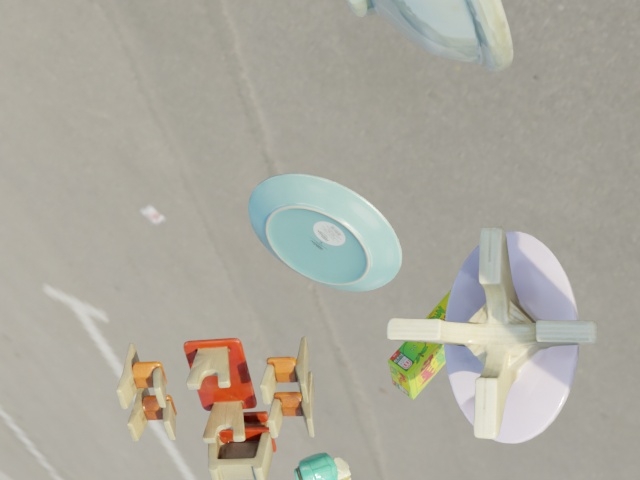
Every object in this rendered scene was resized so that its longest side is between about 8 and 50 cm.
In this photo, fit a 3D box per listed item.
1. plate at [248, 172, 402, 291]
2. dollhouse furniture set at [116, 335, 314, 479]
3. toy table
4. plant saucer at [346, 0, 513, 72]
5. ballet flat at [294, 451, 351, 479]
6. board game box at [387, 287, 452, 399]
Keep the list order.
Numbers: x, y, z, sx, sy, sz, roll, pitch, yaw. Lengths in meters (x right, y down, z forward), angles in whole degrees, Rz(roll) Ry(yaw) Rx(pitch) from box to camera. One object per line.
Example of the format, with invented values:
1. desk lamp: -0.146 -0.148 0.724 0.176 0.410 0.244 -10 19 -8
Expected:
1. plate: 0.000 0.000 1.243 0.188 0.024 0.188 19 143 15
2. dollhouse furniture set: -0.135 0.233 1.613 0.262 0.135 0.259 -3 132 6
3. toy table: 0.225 0.115 1.393 0.252 0.274 0.161 -13 166 18
4. plant saucer: 0.022 -0.298 0.899 0.400 0.100 0.400 61 -173 -13
5. ballet flat: 0.011 0.413 1.922 0.247 0.087 0.083 75 176 -74
6. board game box: 0.180 0.149 1.694 0.043 0.181 0.092 35 161 25
